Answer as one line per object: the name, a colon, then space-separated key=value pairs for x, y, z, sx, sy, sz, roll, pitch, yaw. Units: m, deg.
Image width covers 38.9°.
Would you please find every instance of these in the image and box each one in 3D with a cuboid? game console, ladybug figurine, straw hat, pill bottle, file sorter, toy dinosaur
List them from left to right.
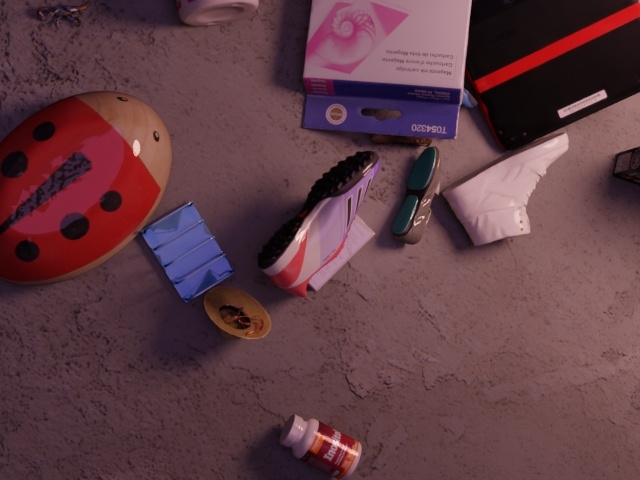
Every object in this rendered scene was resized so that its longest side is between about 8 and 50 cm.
toy dinosaur: x=-0.510 y=-0.446 z=1.780 sx=0.082 sy=0.047 sz=0.090 roll=21 pitch=50 yaw=-2
ladybug figurine: x=-0.473 y=-0.101 z=1.690 sx=0.305 sy=0.162 sz=0.449 roll=44 pitch=80 yaw=-3
file sorter: x=-0.255 y=0.022 z=1.767 sx=0.118 sy=0.104 sz=0.170 roll=-32 pitch=94 yaw=-12
pill bottle: x=-0.225 y=-0.580 z=1.777 sx=0.160 sy=0.160 sz=0.283 roll=-12 pitch=90 yaw=-13
straw hat: x=-0.175 y=0.162 z=1.796 sx=0.145 sy=0.144 sz=0.061 roll=25 pitch=124 yaw=-10
pill bottle: x=-0.001 y=0.410 z=1.811 sx=0.152 sy=0.086 sz=0.086 roll=29 pitch=81 yaw=-10
game console: x=0.488 y=-0.413 z=1.890 sx=0.387 sy=0.060 sz=0.342 roll=-25 pitch=105 yaw=14

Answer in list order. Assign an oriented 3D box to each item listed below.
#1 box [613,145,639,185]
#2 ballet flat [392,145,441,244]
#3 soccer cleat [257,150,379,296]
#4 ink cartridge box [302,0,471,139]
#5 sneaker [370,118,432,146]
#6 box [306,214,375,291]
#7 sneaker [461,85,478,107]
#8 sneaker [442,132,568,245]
box: x=0.788 y=-0.149 z=1.920 sx=0.216 sy=0.270 sz=0.060 roll=18 pitch=82 yaw=-12
ballet flat: x=0.213 y=-0.092 z=1.904 sx=0.068 sy=0.072 sz=0.213 roll=27 pitch=81 yaw=-37
soccer cleat: x=0.017 y=-0.036 z=1.747 sx=0.318 sy=0.109 sz=0.116 roll=-50 pitch=116 yaw=-11
ink cartridge box: x=0.133 y=-0.383 z=1.837 sx=0.324 sy=0.071 sz=0.330 roll=5 pitch=84 yaw=9
sneaker: x=0.200 y=-0.225 z=1.899 sx=0.188 sy=0.066 sz=0.071 roll=-21 pitch=93 yaw=-12
box: x=0.000 y=0.000 z=1.830 sx=0.170 sy=0.091 sz=0.130 roll=-44 pitch=95 yaw=-11
sneaker: x=0.237 y=-0.333 z=1.921 sx=0.209 sy=0.069 sz=0.082 roll=34 pitch=107 yaw=-14
sneaker: x=0.423 y=-0.100 z=1.928 sx=0.293 sy=0.108 sz=0.169 roll=-29 pitch=95 yaw=-3
